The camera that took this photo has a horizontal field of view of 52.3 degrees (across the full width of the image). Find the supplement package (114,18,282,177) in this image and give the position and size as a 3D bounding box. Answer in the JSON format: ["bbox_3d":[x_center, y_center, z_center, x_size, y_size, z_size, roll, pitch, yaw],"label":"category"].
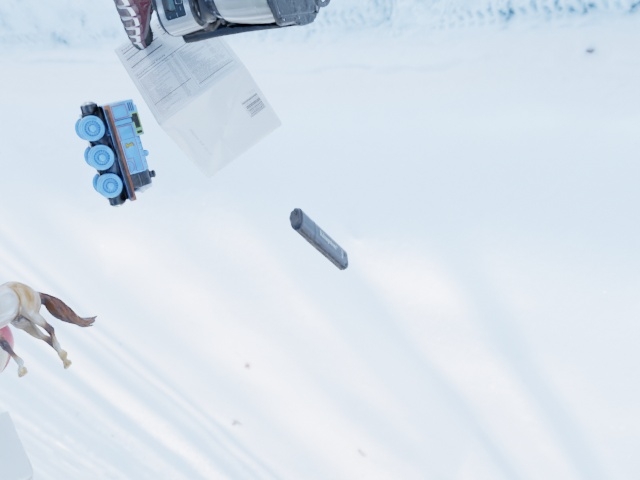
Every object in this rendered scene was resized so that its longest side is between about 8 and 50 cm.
[{"bbox_3d":[-0.250,-0.315,1.339,0.263,0.198,0.199,55,-179,32],"label":"supplement package"}]

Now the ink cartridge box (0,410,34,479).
[{"bbox_3d":[-0.799,0.500,1.239,0.279,0.384,0.160,-47,64,29],"label":"ink cartridge box"}]

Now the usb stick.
[{"bbox_3d":[0.000,0.000,1.856,0.045,0.077,0.278,-28,139,17],"label":"usb stick"}]

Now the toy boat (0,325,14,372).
[{"bbox_3d":[-0.634,0.166,1.109,0.231,0.151,0.151,-8,128,8],"label":"toy boat"}]

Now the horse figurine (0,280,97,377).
[{"bbox_3d":[-0.436,0.113,0.911,0.066,0.263,0.174,-40,81,15],"label":"horse figurine"}]

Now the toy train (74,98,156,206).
[{"bbox_3d":[-0.347,-0.152,1.113,0.080,0.105,0.184,21,127,62],"label":"toy train"}]

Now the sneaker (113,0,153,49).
[{"bbox_3d":[-0.293,-0.455,1.168,0.281,0.162,0.107,97,151,-73],"label":"sneaker"}]

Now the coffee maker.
[{"bbox_3d":[-0.100,-0.314,0.845,0.178,0.120,0.171,2,178,27],"label":"coffee maker"}]
